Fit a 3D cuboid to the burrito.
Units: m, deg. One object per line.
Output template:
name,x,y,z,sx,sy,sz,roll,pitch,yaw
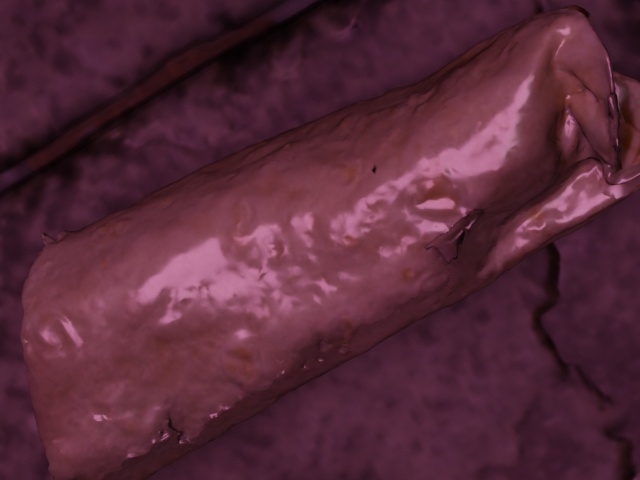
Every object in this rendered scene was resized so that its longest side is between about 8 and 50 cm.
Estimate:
burrito,0.000,0.000,0.488,0.226,0.060,0.087,-27,95,13
